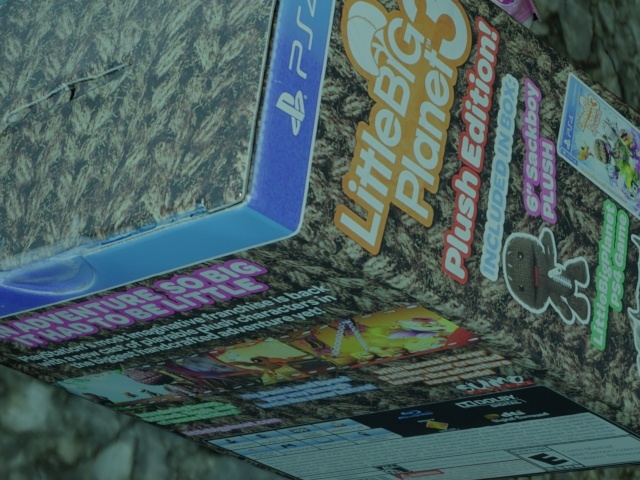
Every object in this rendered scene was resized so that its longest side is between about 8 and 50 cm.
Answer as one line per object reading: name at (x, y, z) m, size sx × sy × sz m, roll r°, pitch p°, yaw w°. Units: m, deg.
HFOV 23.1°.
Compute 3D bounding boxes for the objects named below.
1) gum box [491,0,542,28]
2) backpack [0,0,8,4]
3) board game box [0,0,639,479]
gum box at (0.007, -0.118, 0.758) m, size 0.107 × 0.188 × 0.062 m, roll 58°, pitch 46°, yaw -18°
backpack at (-0.141, -0.184, 0.676) m, size 0.182 × 0.115 × 0.152 m, roll 55°, pitch 44°, yaw -25°
board game box at (0.000, 0.000, 0.689) m, size 0.291 × 0.232 × 0.141 m, roll 29°, pitch 59°, yaw -39°
